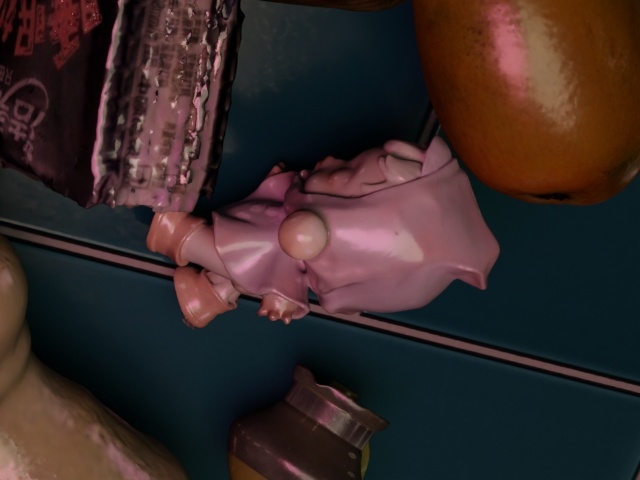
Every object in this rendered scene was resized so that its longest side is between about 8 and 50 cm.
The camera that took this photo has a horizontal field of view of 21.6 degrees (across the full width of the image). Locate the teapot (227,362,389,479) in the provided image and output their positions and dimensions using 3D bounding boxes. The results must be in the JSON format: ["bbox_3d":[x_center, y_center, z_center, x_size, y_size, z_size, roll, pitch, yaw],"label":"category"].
[{"bbox_3d":[-0.003,0.181,1.437,0.119,0.130,0.165,-57,148,-5],"label":"teapot"}]

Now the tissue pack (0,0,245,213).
[{"bbox_3d":[-0.150,-0.200,1.133,0.123,0.245,0.332,1,106,-39],"label":"tissue pack"}]

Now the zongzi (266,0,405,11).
[{"bbox_3d":[-0.063,-0.194,1.220,0.221,0.112,0.242,43,100,16],"label":"zongzi"}]

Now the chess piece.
[{"bbox_3d":[-0.253,0.130,1.260,0.234,0.234,0.442,-26,122,-3],"label":"chess piece"}]

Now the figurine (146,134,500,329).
[{"bbox_3d":[0.001,0.000,1.321,0.276,0.200,0.133,-11,100,20],"label":"figurine"}]

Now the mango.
[{"bbox_3d":[0.163,-0.176,1.282,0.211,0.173,0.317,-28,108,-49],"label":"mango"}]
